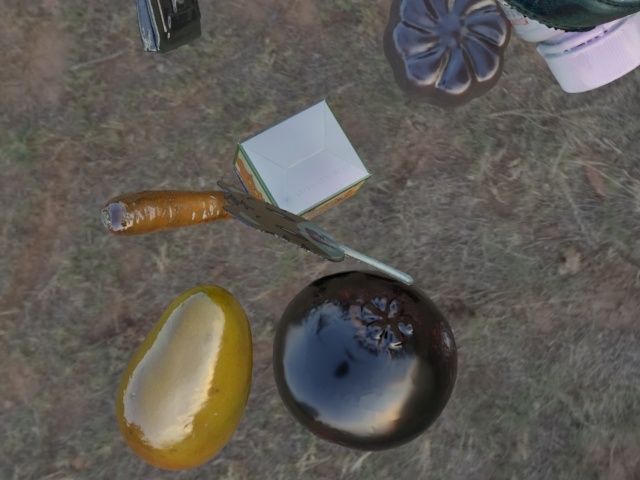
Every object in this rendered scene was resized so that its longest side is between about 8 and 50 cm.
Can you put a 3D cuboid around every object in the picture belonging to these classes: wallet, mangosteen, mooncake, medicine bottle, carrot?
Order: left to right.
[{"bbox_3d":[-0.299,-0.497,1.671,0.052,0.168,0.245,7,116,30],"label":"wallet"},{"bbox_3d":[-0.180,-0.042,1.163,0.059,0.248,0.059,10,103,50],"label":"carrot"},{"bbox_3d":[0.056,0.200,1.361,0.297,0.297,0.313,48,118,15],"label":"mangosteen"},{"bbox_3d":[0.284,-0.453,1.922,0.306,0.154,0.305,0,88,-1],"label":"mooncake"},{"bbox_3d":[0.452,-0.442,1.538,0.241,0.241,0.302,-29,108,22],"label":"medicine bottle"}]

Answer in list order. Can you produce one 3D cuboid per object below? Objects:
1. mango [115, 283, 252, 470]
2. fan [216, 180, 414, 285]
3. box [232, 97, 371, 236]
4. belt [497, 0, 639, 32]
[{"bbox_3d":[-0.140,0.147,0.894,0.113,0.139,0.253,-118,35,-44],"label":"mango"},{"bbox_3d":[0.000,0.000,0.859,0.227,0.152,0.008,24,100,-18],"label":"fan"},{"bbox_3d":[-0.040,-0.136,1.655,0.195,0.148,0.177,-30,86,-15],"label":"box"},{"bbox_3d":[0.209,-0.306,0.734,0.268,0.116,0.206,34,74,-21],"label":"belt"}]
